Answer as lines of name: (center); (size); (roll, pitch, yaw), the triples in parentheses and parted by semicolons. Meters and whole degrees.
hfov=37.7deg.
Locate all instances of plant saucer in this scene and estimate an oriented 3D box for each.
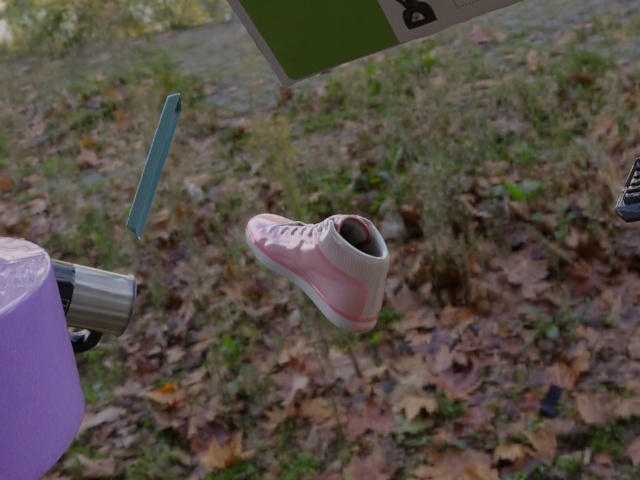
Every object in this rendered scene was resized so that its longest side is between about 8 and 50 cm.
plant saucer: (-0.216, -0.096, 1.215); (0.018, 0.192, 0.067); (17, -12, -3)

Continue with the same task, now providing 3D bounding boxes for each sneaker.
sneaker: (0.000, 0.000, 0.661); (0.051, 0.070, 0.134); (-10, 38, -40)

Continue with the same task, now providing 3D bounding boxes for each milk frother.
milk frother: (-0.319, 0.056, 1.183); (0.135, 0.129, 0.143); (16, 47, -29)

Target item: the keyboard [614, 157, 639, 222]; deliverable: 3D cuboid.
keyboard: (0.280, -0.056, 0.575); (0.180, 0.023, 0.108); (-10, 22, 37)

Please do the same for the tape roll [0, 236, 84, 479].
tape roll: (-0.269, 0.080, 0.485); (0.275, 0.090, 0.275); (-8, 17, 3)

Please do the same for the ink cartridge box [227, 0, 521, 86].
ink cartridge box: (0.061, -0.182, 0.305); (0.255, 0.189, 0.097); (-16, 48, 20)
